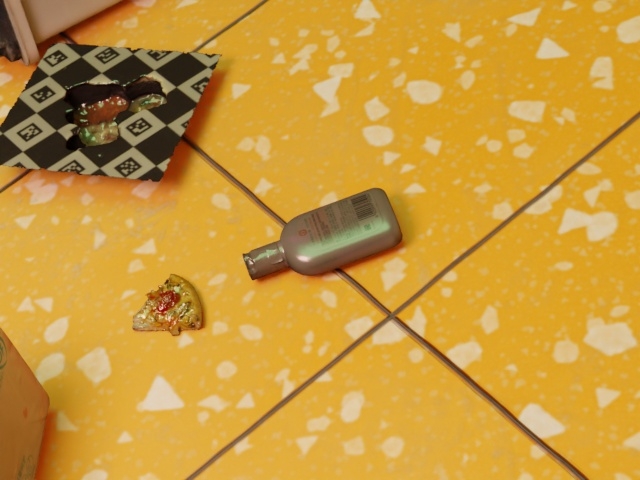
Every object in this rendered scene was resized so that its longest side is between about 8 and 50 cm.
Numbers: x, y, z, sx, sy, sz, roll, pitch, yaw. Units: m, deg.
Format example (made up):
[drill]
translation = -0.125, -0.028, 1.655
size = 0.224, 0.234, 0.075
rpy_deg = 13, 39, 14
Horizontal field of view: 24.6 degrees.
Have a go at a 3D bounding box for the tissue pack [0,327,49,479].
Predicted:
[tissue pack]
translation = -0.351, 0.221, 1.367
size = 0.124, 0.201, 0.271
rpy_deg = -5, 52, 10

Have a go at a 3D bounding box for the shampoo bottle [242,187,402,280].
[shampoo bottle]
translation = 0.000, 0.000, 1.542
size = 0.165, 0.040, 0.080
rpy_deg = -21, 49, 1

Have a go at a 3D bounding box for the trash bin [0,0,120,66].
[trash bin]
translation = -0.326, -0.429, 1.884
size = 0.368, 0.255, 0.296
rpy_deg = -26, 43, -13

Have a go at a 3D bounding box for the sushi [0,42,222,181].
[sushi]
translation = -0.253, -0.140, 1.739
size = 0.231, 0.047, 0.219
rpy_deg = 7, 49, 17

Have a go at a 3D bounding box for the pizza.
[pizza]
translation = -0.165, 0.072, 1.544
size = 0.078, 0.025, 0.083
rpy_deg = -28, 49, -9
